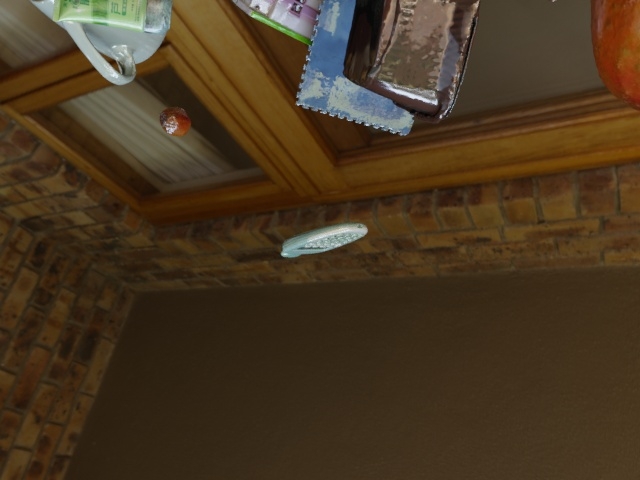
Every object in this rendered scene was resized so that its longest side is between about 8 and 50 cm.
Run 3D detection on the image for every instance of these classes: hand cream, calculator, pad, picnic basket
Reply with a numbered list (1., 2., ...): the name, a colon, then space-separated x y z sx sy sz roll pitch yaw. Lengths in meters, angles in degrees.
1. hand cream: -0.328 -0.379 0.815 0.046 0.174 0.095 -140 -122 -68
2. calculator: 0.000 0.000 0.741 0.153 0.095 0.021 -17 -103 43
3. pad: 0.103 -0.368 1.061 0.269 0.269 0.012 16 -146 -7
4. picnic basket: 0.124 -0.315 0.801 0.297 0.129 0.223 -110 -151 -66

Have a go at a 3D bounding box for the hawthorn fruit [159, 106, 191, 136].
1. hawthorn fruit: -0.406 -0.327 1.404 0.081 0.093 0.081 5 -76 21

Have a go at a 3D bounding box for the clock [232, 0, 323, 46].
1. clock: -0.012 -0.581 1.048 0.310 0.235 0.166 -57 -135 24

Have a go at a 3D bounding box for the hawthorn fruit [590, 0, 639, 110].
1. hawthorn fruit: 0.431 -0.259 0.552 0.275 0.300 0.275 -8 -132 9

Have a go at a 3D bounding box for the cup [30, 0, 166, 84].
1. cup: -0.446 -0.451 1.027 0.186 0.234 0.258 -13 -97 24
